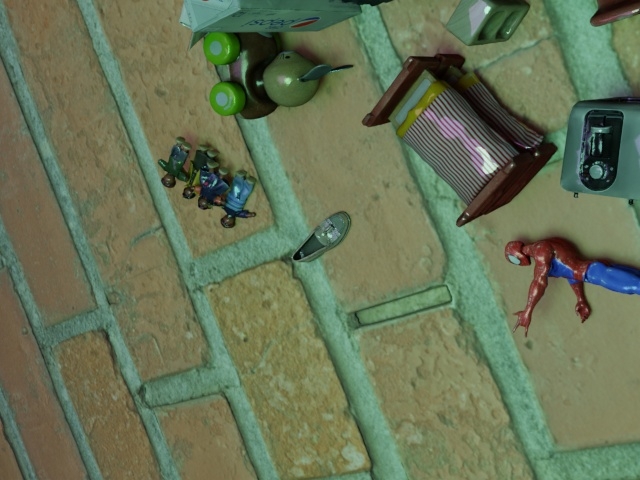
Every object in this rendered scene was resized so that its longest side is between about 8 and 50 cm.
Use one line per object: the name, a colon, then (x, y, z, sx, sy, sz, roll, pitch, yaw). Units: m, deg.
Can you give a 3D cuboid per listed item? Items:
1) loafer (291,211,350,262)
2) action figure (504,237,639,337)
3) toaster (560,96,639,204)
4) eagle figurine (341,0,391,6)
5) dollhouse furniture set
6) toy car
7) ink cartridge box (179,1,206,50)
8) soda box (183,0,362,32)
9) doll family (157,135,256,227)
loafer: (0.000, 0.000, 1.339, 0.125, 0.039, 0.045, -43, 76, 37)
action figure: (0.360, 0.079, 1.056, 0.280, 0.091, 0.139, 20, 105, 31)
toaster: (0.393, -0.104, 0.937, 0.168, 0.185, 0.110, 13, 108, 42)
eagle figurine: (0.120, -0.416, 0.951, 0.298, 0.225, 0.227, 8, 79, 52)
dollhouse furniture set: (0.245, -0.225, 1.016, 0.201, 0.152, 0.374, 47, 126, 17)
toy car: (-0.054, -0.261, 1.242, 0.188, 0.155, 0.149, 1, 104, 27)
ink cartridge box: (-0.150, -0.438, 1.203, 0.060, 0.239, 0.275, 22, 118, 0)
soda box: (-0.064, -0.346, 1.128, 0.091, 0.286, 0.098, -14, 94, 37)
doll family: (-0.198, -0.095, 1.441, 0.193, 0.076, 0.111, 37, 118, 20)
